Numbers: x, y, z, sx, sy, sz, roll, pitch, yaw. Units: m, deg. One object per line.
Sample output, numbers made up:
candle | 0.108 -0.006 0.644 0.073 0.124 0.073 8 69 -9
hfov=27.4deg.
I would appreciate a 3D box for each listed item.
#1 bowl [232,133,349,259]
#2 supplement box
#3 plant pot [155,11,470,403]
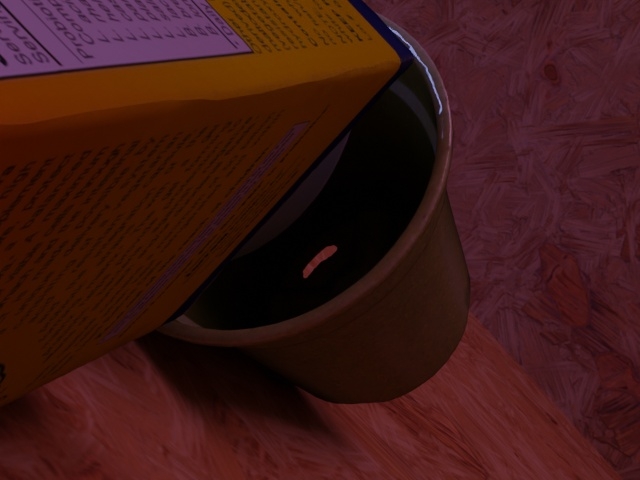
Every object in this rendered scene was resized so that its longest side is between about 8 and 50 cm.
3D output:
bowl | -0.147 -0.114 0.780 0.311 0.311 0.163 47 30 9
supplement box | -0.140 -0.058 0.495 0.194 0.195 0.356 46 22 8
plant pot | 0.000 0.000 1.006 0.276 0.276 0.254 51 0 35
